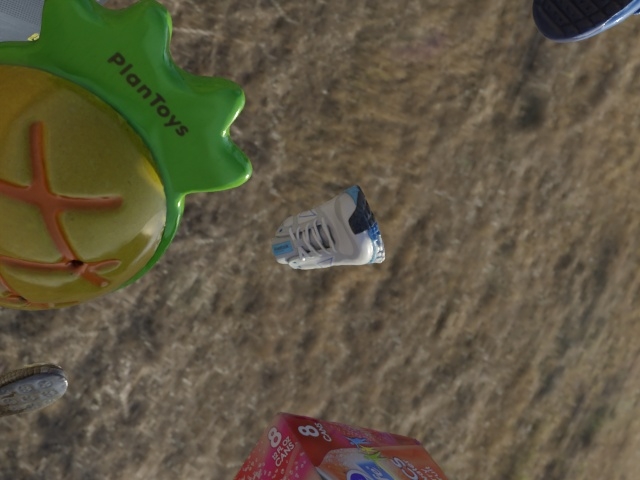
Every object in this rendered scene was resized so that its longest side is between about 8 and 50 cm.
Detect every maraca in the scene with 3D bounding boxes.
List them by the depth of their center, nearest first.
[{"bbox_3d":[-0.112,-0.034,0.424,0.127,0.186,0.099,44,37,-23],"label":"maraca"}]

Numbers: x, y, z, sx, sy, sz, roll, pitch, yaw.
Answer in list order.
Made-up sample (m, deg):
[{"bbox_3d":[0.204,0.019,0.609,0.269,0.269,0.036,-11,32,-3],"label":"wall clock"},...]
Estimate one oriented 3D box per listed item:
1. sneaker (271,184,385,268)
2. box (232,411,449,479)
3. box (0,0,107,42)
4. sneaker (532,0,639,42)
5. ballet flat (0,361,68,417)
[{"bbox_3d":[0.000,0.000,0.891,0.083,0.071,0.191,-19,179,-13],"label":"sneaker"},{"bbox_3d":[-0.019,0.242,0.573,0.122,0.128,0.257,20,110,-38],"label":"box"},{"bbox_3d":[-0.325,-0.232,0.913,0.233,0.059,0.183,-25,159,27],"label":"box"},{"bbox_3d":[0.187,-0.161,0.561,0.144,0.053,0.059,-38,157,20],"label":"sneaker"},{"bbox_3d":[-0.413,0.200,1.284,0.084,0.250,0.058,25,49,-37],"label":"ballet flat"}]
